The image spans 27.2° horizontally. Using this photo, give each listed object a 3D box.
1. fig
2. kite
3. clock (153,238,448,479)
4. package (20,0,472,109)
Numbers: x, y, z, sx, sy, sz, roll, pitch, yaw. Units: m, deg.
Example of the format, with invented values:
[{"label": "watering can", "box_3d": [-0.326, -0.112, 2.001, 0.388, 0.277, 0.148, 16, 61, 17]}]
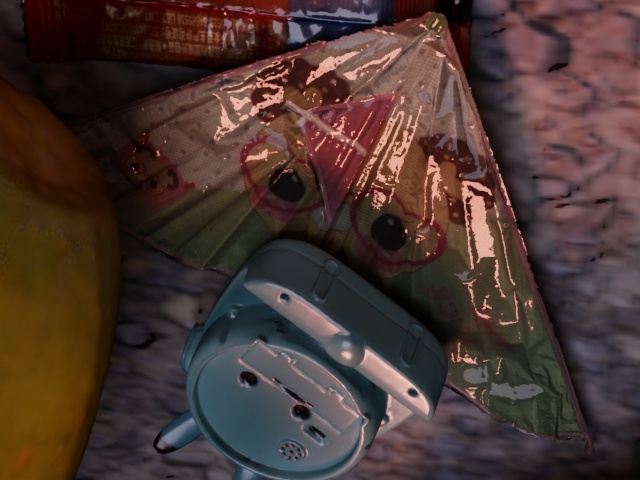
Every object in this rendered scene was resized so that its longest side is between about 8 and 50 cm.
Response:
[{"label": "fig", "box_3d": [-0.215, 0.052, 0.571, 0.258, 0.258, 0.326, 40, 123, -8]}, {"label": "kite", "box_3d": [0.000, 0.000, 0.606, 0.323, 0.013, 0.267, 25, 129, 0]}, {"label": "clock", "box_3d": [-0.018, 0.072, 0.628, 0.108, 0.045, 0.147, 37, 128, -8]}, {"label": "package", "box_3d": [-0.034, -0.104, 0.560, 0.200, 0.022, 0.083, 7, 123, 11]}]
